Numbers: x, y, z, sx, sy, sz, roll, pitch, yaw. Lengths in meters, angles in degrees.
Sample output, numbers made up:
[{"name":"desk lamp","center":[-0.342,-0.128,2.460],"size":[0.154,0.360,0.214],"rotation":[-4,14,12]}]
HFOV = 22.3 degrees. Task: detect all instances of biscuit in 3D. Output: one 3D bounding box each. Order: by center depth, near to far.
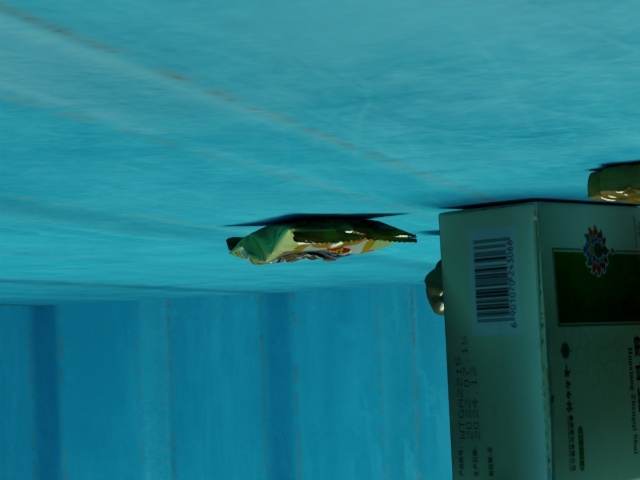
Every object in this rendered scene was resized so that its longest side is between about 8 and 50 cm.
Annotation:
[{"name":"biscuit","center":[0.254,-0.033,0.954],"size":[0.184,0.027,0.133],"rotation":[0,177,-41]}]

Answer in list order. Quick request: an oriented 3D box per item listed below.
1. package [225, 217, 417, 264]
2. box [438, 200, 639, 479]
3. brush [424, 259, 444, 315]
[{"name":"package","center":[-0.001,0.000,1.257],"size":[0.108,0.031,0.121],"rotation":[-1,176,-28]},{"name":"box","center":[0.178,0.080,1.217],"size":[0.095,0.212,0.168],"rotation":[-7,175,40]},{"name":"brush","center":[0.243,0.009,1.459],"size":[0.301,0.071,0.084],"rotation":[-12,-169,11]}]
